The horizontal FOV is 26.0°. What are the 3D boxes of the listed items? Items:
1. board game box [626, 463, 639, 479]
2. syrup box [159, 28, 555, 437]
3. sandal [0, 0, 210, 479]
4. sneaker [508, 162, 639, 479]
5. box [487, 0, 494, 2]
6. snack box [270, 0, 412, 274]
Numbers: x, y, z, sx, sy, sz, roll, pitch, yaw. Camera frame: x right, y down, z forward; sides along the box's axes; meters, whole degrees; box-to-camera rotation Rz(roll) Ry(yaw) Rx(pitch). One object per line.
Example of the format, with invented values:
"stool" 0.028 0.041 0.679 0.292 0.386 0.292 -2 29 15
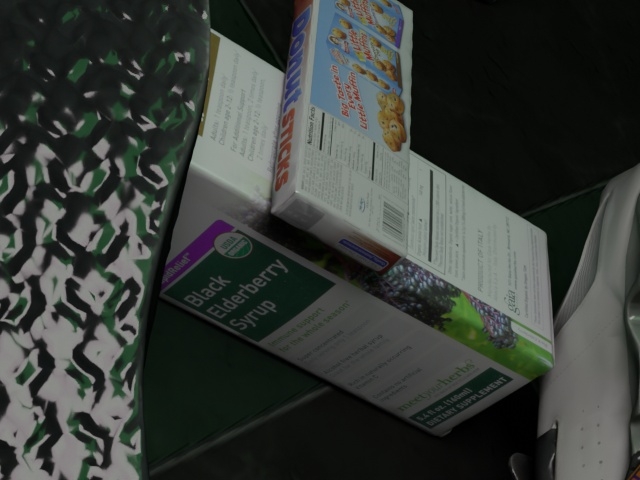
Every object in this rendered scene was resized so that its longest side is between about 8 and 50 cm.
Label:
"board game box" 0.154 0.184 0.619 0.124 0.039 0.259 43 79 -9
"syrup box" 0.000 0.000 0.698 0.237 0.093 0.096 28 44 -25
"sandal" -0.133 0.036 0.534 0.167 0.107 0.446 4 69 -13
"sneaker" 0.165 0.113 0.708 0.122 0.146 0.331 15 86 -13
"box" 0.078 -0.273 0.990 0.158 0.093 0.156 12 52 -37
"snack box" 0.014 -0.067 0.670 0.064 0.022 0.178 29 42 -24
